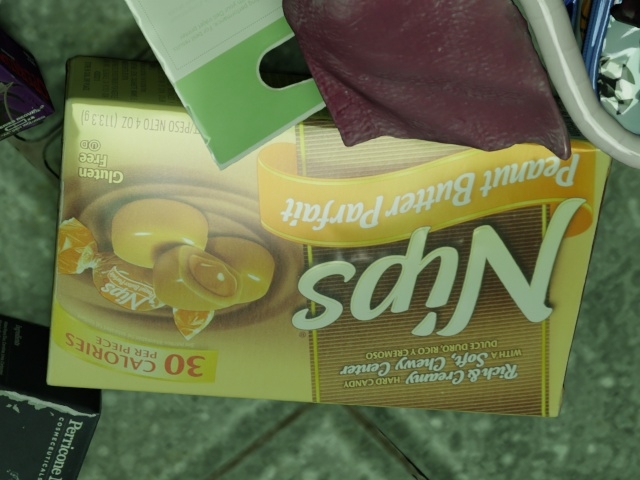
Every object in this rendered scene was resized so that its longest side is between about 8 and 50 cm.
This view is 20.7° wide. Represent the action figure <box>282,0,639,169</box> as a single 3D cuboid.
[{"bbox_3d":[0.018,-0.171,0.808,0.248,0.276,0.370,-47,132,-1],"label":"action figure"}]

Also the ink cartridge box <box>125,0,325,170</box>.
[{"bbox_3d":[-0.047,-0.182,0.950,0.171,0.056,0.235,-33,116,-10],"label":"ink cartridge box"}]

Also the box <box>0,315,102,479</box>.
[{"bbox_3d":[-0.232,0.128,1.078,0.158,0.093,0.156,16,112,-15],"label":"box"}]

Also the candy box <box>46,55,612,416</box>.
[{"bbox_3d":[0.000,0.000,1.048,0.316,0.087,0.183,4,114,-9],"label":"candy box"}]

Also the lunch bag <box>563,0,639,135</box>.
[{"bbox_3d":[0.256,-0.183,0.982,0.243,0.115,0.303,5,113,-7],"label":"lunch bag"}]

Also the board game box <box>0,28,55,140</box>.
[{"bbox_3d":[-0.336,-0.040,0.940,0.347,0.056,0.208,-26,157,6],"label":"board game box"}]

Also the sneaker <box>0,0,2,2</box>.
[{"bbox_3d":[-0.306,-0.145,0.906,0.282,0.153,0.099,12,113,-12],"label":"sneaker"}]
